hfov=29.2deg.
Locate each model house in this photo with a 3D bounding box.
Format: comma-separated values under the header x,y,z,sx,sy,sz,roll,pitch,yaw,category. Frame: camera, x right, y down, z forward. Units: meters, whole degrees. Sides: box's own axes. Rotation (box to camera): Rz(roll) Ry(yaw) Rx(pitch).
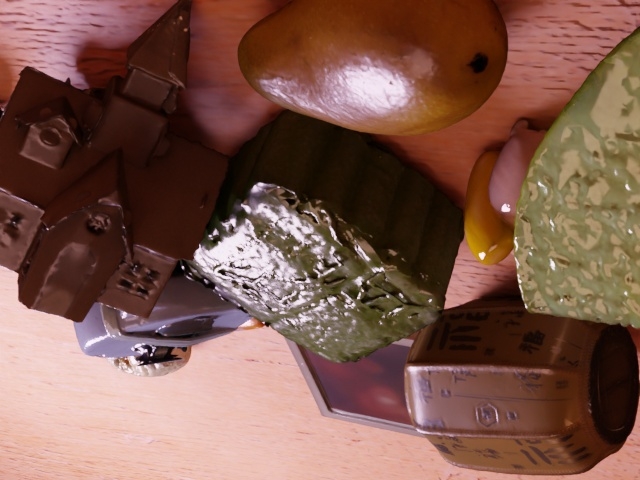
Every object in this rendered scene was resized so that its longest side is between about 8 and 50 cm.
x,y,z,sx,sy,sz,roll,pitch,yaw,category
-0.156,-0.075,0.959,0.181,0.176,0.248,22,109,-16,model house

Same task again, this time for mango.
x,y,z,sx,sy,sz,roll,pitch,yaw,category
0.034,-0.129,0.847,0.228,0.099,0.136,-1,146,49,mango

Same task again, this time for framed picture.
x,y,z,sx,sy,sz,roll,pitch,yaw,category
0.107,0.154,1.303,0.290,0.020,0.211,9,145,24,framed picture

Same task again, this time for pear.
x,y,z,sx,sy,sz,roll,pitch,yaw,category
0.270,-0.055,0.769,0.288,0.139,0.239,9,131,31,pear

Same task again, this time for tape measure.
x,y,z,sx,sy,sz,roll,pitch,yaw,category
-0.150,0.057,1.190,0.182,0.107,0.181,-9,164,-25,tape measure

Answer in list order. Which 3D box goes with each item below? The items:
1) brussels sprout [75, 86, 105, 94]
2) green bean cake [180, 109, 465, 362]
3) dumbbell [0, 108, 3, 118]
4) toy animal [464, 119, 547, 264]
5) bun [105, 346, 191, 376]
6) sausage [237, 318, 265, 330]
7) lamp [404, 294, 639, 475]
x,y,z,sx,sy,sz,roll,pitch,yaw,category
-0.205,-0.066,1.106,0.139,0.100,0.181,30,123,-6,brussels sprout
0.000,0.000,1.048,0.200,0.113,0.214,36,147,-16,green bean cake
-0.349,-0.120,1.119,0.099,0.099,0.208,9,145,24,dumbbell
0.160,-0.035,0.933,0.082,0.091,0.114,15,122,-18,toy animal
-0.208,0.123,1.423,0.115,0.069,0.115,18,150,11,bun
-0.089,0.082,1.312,0.107,0.031,0.031,-9,136,44,sausage
0.176,0.125,1.083,0.185,0.161,0.161,-2,140,37,lamp
